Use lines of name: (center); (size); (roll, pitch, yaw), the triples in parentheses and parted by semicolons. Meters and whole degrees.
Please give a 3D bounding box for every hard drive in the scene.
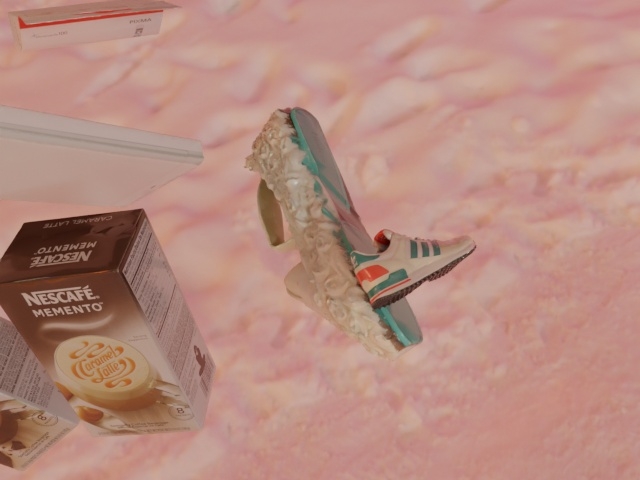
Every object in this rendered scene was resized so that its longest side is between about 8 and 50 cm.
hard drive: (-0.330, -0.096, 0.854); (0.203, 0.307, 0.040); (-21, 76, 38)

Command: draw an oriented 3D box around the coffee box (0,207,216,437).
coffee box: (-0.219, 0.097, 0.727); (0.141, 0.246, 0.098); (-7, 38, 11)

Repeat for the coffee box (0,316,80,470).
coffee box: (-0.492, 0.187, 0.931); (0.168, 0.297, 0.119); (-40, 32, 28)

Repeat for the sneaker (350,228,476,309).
sneaker: (0.102, 0.012, 0.747); (0.161, 0.057, 0.075); (-25, 75, -31)

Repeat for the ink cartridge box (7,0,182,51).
ink cartridge box: (-0.493, -0.462, 1.473); (0.308, 0.091, 0.385); (-15, 27, -24)

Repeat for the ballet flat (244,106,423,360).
ballet flat: (0.000, 0.000, 0.892); (0.147, 0.147, 0.409); (-21, 57, -3)
